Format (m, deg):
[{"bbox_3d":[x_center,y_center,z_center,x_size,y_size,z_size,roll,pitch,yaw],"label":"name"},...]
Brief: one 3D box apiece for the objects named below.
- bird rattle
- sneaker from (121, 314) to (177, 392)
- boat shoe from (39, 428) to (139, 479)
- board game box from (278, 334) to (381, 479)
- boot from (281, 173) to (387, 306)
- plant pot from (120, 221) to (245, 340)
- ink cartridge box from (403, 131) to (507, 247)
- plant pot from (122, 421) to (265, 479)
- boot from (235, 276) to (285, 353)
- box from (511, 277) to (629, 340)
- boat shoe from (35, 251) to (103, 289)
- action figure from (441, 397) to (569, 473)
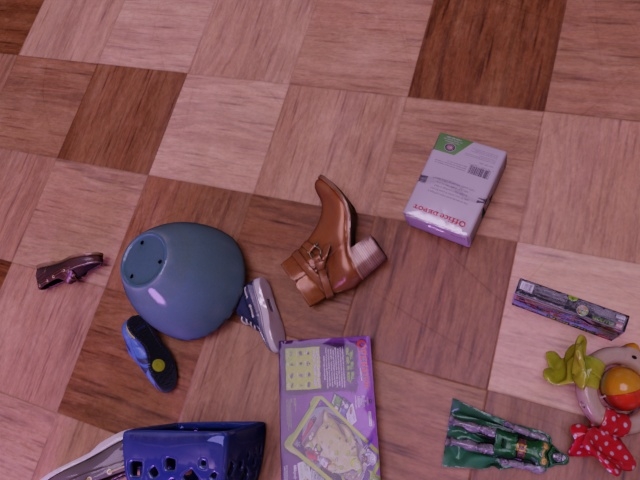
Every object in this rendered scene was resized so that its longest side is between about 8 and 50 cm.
[{"bbox_3d":[0.552,0.298,1.064,0.207,0.143,0.253,-18,70,-8],"label":"bird rattle"},{"bbox_3d":[-0.422,0.284,1.382,0.209,0.069,0.082,56,134,12],"label":"sneaker"},{"bbox_3d":[-0.534,0.549,1.290,0.305,0.109,0.091,-32,61,-1],"label":"boat shoe"},{"bbox_3d":[0.018,0.384,1.206,0.208,0.056,0.346,-5,70,7],"label":"board game box"},{"bbox_3d":[0.000,0.000,1.341,0.220,0.109,0.283,-34,73,7],"label":"boot"},{"bbox_3d":[-0.352,0.075,1.327,0.290,0.195,0.290,-9,67,23],"label":"plant pot"},{"bbox_3d":[0.308,-0.115,1.286,0.160,0.092,0.219,23,80,22],"label":"ink cartridge box"},{"bbox_3d":[-0.257,0.493,1.168,0.236,0.236,0.212,-4,76,14],"label":"plant pot"},{"bbox_3d":[-0.147,0.187,1.335,0.086,0.069,0.190,-27,63,21],"label":"boot"},{"bbox_3d":[0.497,0.140,1.135,0.207,0.114,0.036,20,79,22],"label":"box"},{"bbox_3d":[-0.671,0.084,1.510,0.207,0.073,0.073,-15,70,18],"label":"boat shoe"},{"bbox_3d":[0.368,0.404,1.113,0.232,0.063,0.137,9,71,15],"label":"action figure"}]
